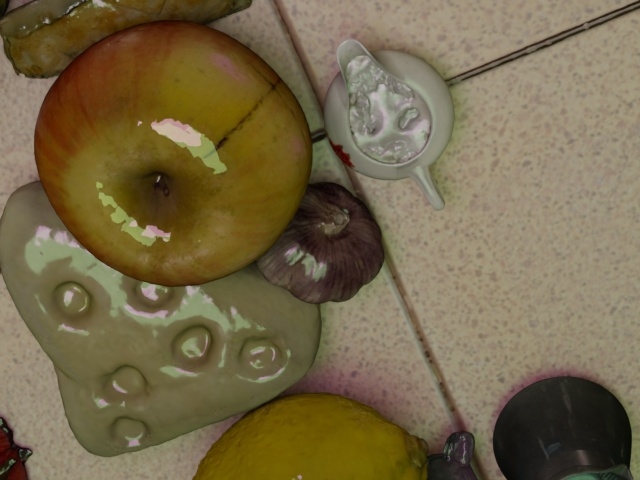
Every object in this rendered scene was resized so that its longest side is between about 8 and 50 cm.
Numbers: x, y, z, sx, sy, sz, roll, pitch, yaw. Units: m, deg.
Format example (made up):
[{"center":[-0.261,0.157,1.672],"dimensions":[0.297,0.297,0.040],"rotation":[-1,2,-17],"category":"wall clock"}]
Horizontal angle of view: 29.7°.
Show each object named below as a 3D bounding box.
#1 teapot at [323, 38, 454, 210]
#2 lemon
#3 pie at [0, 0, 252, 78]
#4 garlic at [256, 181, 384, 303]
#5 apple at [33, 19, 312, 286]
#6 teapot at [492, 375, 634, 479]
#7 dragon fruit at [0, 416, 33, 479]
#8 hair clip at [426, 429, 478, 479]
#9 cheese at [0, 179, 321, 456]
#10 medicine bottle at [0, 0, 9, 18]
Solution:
[{"center":[0.082,-0.132,1.347],"dimensions":[0.145,0.092,0.226],"rotation":[-30,107,14],"category":"teapot"},{"center":[-0.014,0.311,1.418],"dimensions":[0.268,0.268,0.322],"rotation":[41,105,-12],"category":"lemon"},{"center":[-0.208,-0.247,1.306],"dimensions":[0.282,0.068,0.128],"rotation":[-21,147,2],"category":"pie"},{"center":[0.000,0.000,1.370],"dimensions":[0.159,0.102,0.147],"rotation":[15,67,-20],"category":"garlic"},{"center":[-0.147,-0.094,1.255],"dimensions":[0.286,0.233,0.286],"rotation":[3,115,7],"category":"apple"},{"center":[0.285,0.285,1.419],"dimensions":[0.171,0.225,0.203],"rotation":[38,106,-10],"category":"teapot"},{"center":[-0.516,0.313,1.526],"dimensions":[0.282,0.100,0.343],"rotation":[-41,105,10],"category":"dragon fruit"},{"center":[0.143,0.340,1.500],"dimensions":[0.187,0.056,0.146],"rotation":[-44,62,40],"category":"hair clip"},{"center":[-0.176,0.065,1.405],"dimensions":[0.328,0.129,0.351],"rotation":[-15,110,8],"category":"cheese"},{"center":[-0.417,-0.238,1.200],"dimensions":[0.151,0.322,0.151],"rotation":[0,110,1],"category":"medicine bottle"}]
